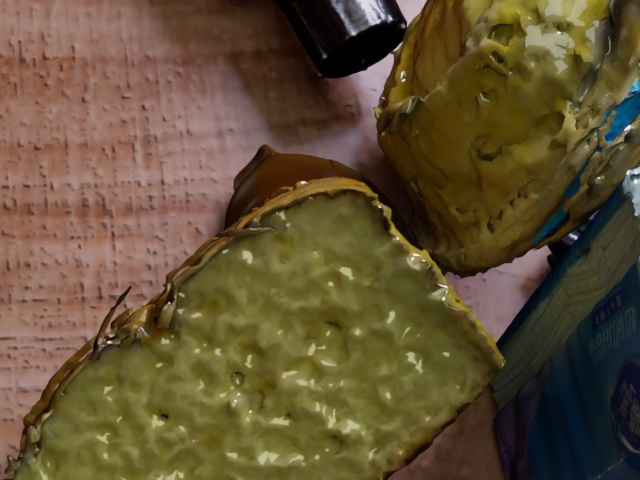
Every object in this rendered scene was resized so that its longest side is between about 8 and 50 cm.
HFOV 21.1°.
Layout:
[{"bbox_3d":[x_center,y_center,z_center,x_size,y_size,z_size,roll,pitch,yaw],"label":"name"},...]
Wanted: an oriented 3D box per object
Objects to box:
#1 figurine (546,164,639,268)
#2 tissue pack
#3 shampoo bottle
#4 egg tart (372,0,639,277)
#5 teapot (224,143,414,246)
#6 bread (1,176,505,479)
[{"bbox_3d":[0.201,-0.022,1.019,0.079,0.077,0.136,32,68,25],"label":"figurine"},{"bbox_3d":[0.215,0.066,0.882,0.198,0.263,0.146,-4,70,-12],"label":"tissue pack"},{"bbox_3d":[-0.036,-0.224,1.039,0.104,0.104,0.278,-24,75,-17],"label":"shampoo bottle"},{"bbox_3d":[0.103,-0.108,0.913,0.107,0.291,0.290,24,66,-15],"label":"egg tart"},{"bbox_3d":[0.000,0.000,0.978,0.129,0.078,0.098,42,112,9],"label":"teapot"},{"bbox_3d":[-0.035,0.077,0.890,0.160,0.147,0.260,42,102,-1],"label":"bread"}]
